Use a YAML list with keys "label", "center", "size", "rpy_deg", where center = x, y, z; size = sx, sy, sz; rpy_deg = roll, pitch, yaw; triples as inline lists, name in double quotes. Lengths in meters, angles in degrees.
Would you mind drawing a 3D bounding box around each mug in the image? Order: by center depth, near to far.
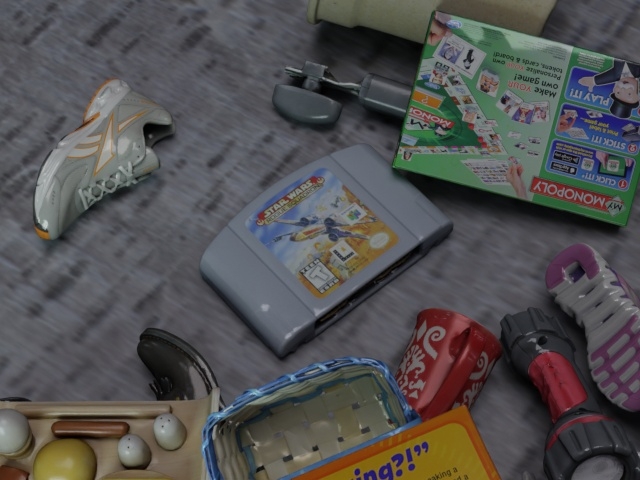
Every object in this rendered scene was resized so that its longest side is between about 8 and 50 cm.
- label: "mug"
  center: [0.131, 0.172, 1.700]
  size: [0.113, 0.150, 0.169]
  rpy_deg: [19, 63, 21]

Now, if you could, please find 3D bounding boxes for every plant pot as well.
- label: "plant pot"
  center: [0.188, -0.392, 1.983]
  size: [0.305, 0.334, 0.334]
  rpy_deg: [25, 60, 3]

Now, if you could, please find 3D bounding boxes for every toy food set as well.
- label: "toy food set"
  center: [-0.267, 0.267, 1.586]
  size: [0.306, 0.092, 0.220]
  rpy_deg: [-1, 62, 5]

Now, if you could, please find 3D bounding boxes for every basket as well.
- label: "basket"
  center: [0.000, 0.235, 1.512]
  size: [0.255, 0.289, 0.201]
  rpy_deg: [-22, 83, 6]

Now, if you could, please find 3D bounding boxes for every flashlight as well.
- label: "flashlight"
  center: [0.274, 0.183, 1.643]
  size: [0.103, 0.103, 0.304]
  rpy_deg: [-9, 31, -6]

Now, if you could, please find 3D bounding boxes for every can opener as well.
- label: "can opener"
  center: [0.073, -0.179, 1.982]
  size: [0.283, 0.076, 0.095]
  rpy_deg: [19, 91, 12]

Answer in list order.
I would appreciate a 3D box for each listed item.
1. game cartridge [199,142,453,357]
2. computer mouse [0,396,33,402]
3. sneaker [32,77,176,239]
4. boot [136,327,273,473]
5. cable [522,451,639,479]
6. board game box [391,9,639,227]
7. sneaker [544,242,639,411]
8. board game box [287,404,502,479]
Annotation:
- label: "game cartridge"
  center: [0.000, 0.000, 1.864]
  size: [0.297, 0.062, 0.198]
  rpy_deg: [-36, 68, -21]
- label: "computer mouse"
  center: [-0.415, 0.295, 1.674]
  size: [0.184, 0.060, 0.262]
  rpy_deg: [0, 48, 1]
- label: "sneaker"
  center: [-0.284, -0.100, 1.905]
  size: [0.121, 0.099, 0.262]
  rpy_deg: [23, 61, 9]
- label: "boot"
  center: [-0.204, 0.248, 1.680]
  size: [0.229, 0.091, 0.263]
  rpy_deg: [-34, 65, -20]
- label: "cable"
  center: [0.347, 0.361, 1.606]
  size: [0.257, 0.089, 0.257]
  rpy_deg: [7, 57, 5]
- label: "board game box"
  center: [0.273, -0.159, 1.876]
  size: [0.317, 0.046, 0.213]
  rpy_deg: [15, 94, -1]
- label: "sneaker"
  center: [0.369, 0.111, 1.759]
  size: [0.095, 0.104, 0.236]
  rpy_deg: [-40, 50, 22]
- label: "board game box"
  center: [0.064, 0.441, 1.355]
  size: [0.356, 0.356, 0.356]
  rpy_deg: [-23, 56, -2]
